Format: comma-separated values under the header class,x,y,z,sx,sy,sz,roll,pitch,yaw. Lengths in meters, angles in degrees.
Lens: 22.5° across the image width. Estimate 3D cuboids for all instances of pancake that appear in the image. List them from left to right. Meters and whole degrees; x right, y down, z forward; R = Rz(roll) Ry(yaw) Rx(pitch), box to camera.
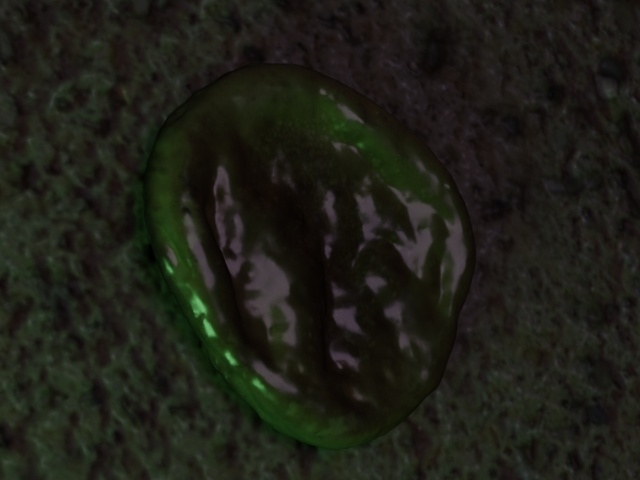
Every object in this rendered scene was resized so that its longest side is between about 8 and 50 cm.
class,x,y,z,sx,sy,sz,roll,pitch,yaw
pancake,0.000,0.000,1.183,0.294,0.049,0.294,12,67,-31
